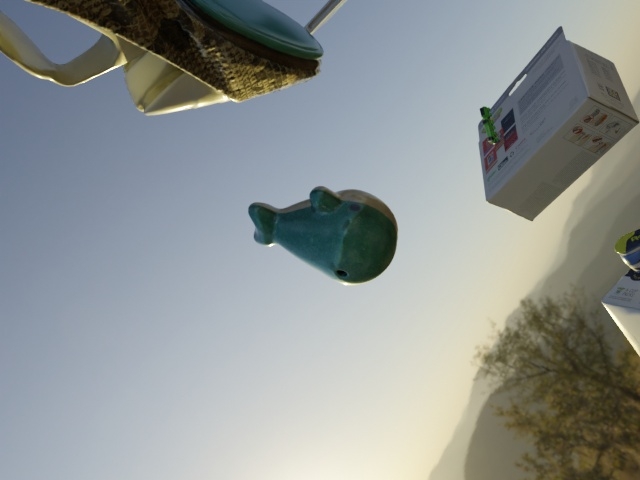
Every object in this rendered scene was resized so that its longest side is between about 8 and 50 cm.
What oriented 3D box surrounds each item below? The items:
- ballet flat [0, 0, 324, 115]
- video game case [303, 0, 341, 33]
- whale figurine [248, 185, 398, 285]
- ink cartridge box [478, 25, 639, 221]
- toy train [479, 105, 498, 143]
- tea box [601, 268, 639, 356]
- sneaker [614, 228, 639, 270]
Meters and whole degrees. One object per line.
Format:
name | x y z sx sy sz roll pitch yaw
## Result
ballet flat | -0.181 -0.215 0.609 0.182 0.164 0.483 -47 -24 16
video game case | 0.034 -0.492 1.317 0.173 0.022 0.190 -36 15 36
whale figurine | 0.000 0.000 1.138 0.216 0.272 0.141 87 -168 -51
ink cartridge box | 0.482 -0.248 1.356 0.309 0.130 0.271 -53 23 44
toy train | 0.345 -0.237 1.307 0.024 0.083 0.017 0 -17 -37
tea box | 0.800 0.141 1.238 0.323 0.329 0.220 -43 15 -14
sneaker | 0.532 0.002 0.975 0.144 0.059 0.053 -24 22 29
